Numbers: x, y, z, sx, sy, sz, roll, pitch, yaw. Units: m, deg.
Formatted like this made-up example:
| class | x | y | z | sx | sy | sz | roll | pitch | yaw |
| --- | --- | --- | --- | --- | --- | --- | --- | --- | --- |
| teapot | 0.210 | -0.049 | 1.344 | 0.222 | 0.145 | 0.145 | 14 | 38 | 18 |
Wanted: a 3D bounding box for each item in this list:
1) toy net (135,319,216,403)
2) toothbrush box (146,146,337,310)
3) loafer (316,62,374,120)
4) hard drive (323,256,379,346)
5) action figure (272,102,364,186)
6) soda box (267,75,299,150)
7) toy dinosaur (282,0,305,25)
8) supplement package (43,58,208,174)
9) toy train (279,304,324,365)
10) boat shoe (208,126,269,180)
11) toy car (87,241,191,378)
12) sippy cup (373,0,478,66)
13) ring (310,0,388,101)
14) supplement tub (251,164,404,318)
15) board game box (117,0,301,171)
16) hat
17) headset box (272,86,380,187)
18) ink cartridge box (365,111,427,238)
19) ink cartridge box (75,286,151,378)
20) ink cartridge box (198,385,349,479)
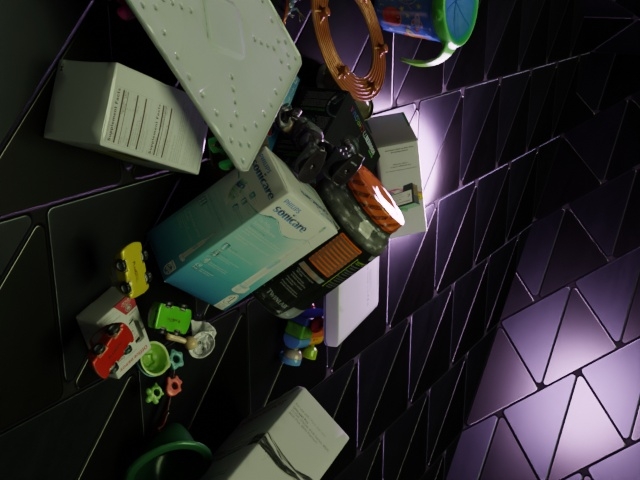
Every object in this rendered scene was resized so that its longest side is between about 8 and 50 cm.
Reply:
| class | x | y | z | sx | sy | sz | roll | pitch | yaw |
| --- | --- | --- | --- | --- | --- | --- | --- | --- | --- |
| toy net | -0.276 | 0.234 | 1.648 | 0.232 | 0.045 | 0.122 | -27 | 94 | -50 |
| toothbrush box | -0.149 | -0.015 | 1.584 | 0.295 | 0.126 | 0.216 | -34 | 148 | 13 |
| loafer | 0.078 | -0.361 | 2.044 | 0.251 | 0.087 | 0.094 | 26 | 77 | -58 |
| hard drive | 0.082 | 0.114 | 2.056 | 0.319 | 0.040 | 0.210 | -32 | 125 | -65 |
| action figure | -0.010 | -0.200 | 1.675 | 0.185 | 0.285 | 0.099 | 20 | 111 | -24 |
| soda box | -0.121 | -0.279 | 1.759 | 0.071 | 0.067 | 0.210 | 42 | 63 | -55 |
| toy dinosaur | -0.073 | -0.518 | 1.810 | 0.090 | 0.047 | 0.082 | 44 | 66 | -17 |
| supplement package | -0.320 | -0.205 | 1.382 | 0.244 | 0.139 | 0.134 | 13 | 87 | -59 |
| toy train | -0.011 | 0.241 | 2.090 | 0.248 | 0.105 | 0.143 | 4 | 107 | -59 |
| boat shoe | -0.179 | -0.266 | 1.627 | 0.123 | 0.116 | 0.324 | 16 | 67 | -44 |
| toy car | -0.320 | 0.132 | 1.465 | 0.225 | 0.053 | 0.239 | 24 | 77 | -58 |
| sippy cup | 0.270 | -0.633 | 2.142 | 0.305 | 0.224 | 0.240 | -63 | 147 | -24 |
| ring | 0.081 | -0.502 | 1.961 | 0.336 | 0.032 | 0.336 | 25 | 60 | -53 |
| supplement tub | 0.000 | 0.000 | 1.761 | 0.338 | 0.207 | 0.207 | -37 | 153 | 16 |
| board game box | -0.190 | -0.378 | 1.457 | 0.390 | 0.050 | 0.390 | 58 | 34 | -32 |
| hat | -0.324 | 0.398 | 1.687 | 0.208 | 0.183 | 0.173 | -34 | 137 | 5 |
| headset box | -0.001 | -0.174 | 1.931 | 0.283 | 0.131 | 0.246 | -63 | 145 | -24 |
| ink cartridge box | 0.202 | -0.175 | 2.195 | 0.201 | 0.117 | 0.278 | -102 | -179 | -59 |
| ink cartridge box | -0.376 | 0.169 | 1.491 | 0.099 | 0.056 | 0.135 | -47 | 137 | -43 |
| ink cartridge box | -0.159 | 0.523 | 1.718 | 0.166 | 0.285 | 0.395 | 49 | 47 | -4 |
